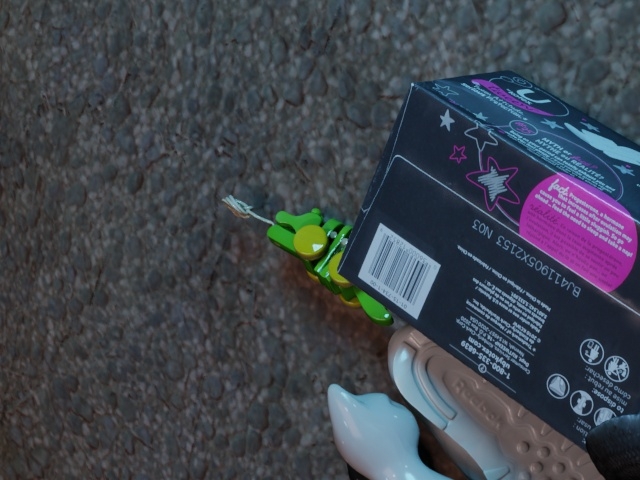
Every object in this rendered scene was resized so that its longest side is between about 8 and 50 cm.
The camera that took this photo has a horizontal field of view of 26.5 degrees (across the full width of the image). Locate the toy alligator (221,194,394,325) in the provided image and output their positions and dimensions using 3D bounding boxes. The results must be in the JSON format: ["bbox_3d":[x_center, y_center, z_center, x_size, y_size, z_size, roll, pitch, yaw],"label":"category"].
[{"bbox_3d":[0.000,0.000,1.116,0.189,0.056,0.051,37,76,27],"label":"toy alligator"}]

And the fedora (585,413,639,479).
[{"bbox_3d":[0.324,0.102,0.771,0.334,0.334,0.153,4,72,36],"label":"fedora"}]

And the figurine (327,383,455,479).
[{"bbox_3d":[0.075,0.208,1.015,0.092,0.215,0.209,-34,67,-8],"label":"figurine"}]

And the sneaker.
[{"bbox_3d":[0.139,0.154,1.025,0.235,0.090,0.095,53,170,-1],"label":"sneaker"}]

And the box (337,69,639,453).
[{"bbox_3d":[0.164,0.012,0.936,0.247,0.142,0.163,36,119,28],"label":"box"}]
